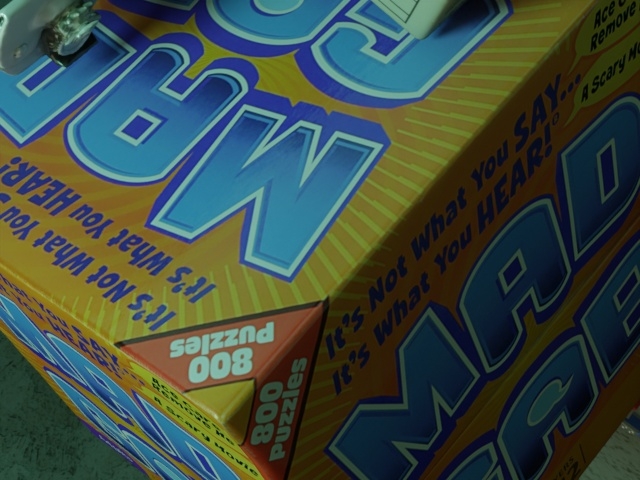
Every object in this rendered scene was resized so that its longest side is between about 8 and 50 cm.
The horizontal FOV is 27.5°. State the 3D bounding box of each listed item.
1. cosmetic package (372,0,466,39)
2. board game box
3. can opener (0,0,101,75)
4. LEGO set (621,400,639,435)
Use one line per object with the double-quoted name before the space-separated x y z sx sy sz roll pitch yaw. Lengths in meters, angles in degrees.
"cosmetic package" 0.067 -0.232 0.588 0.153 0.129 0.296 44 163 1
"board game box" 0.000 0.000 0.887 0.356 0.356 0.356 28 157 37
"can opener" -0.098 -0.198 0.769 0.093 0.280 0.074 47 164 9
"LEGO set" 0.286 0.167 1.110 0.244 0.060 0.182 27 166 45
